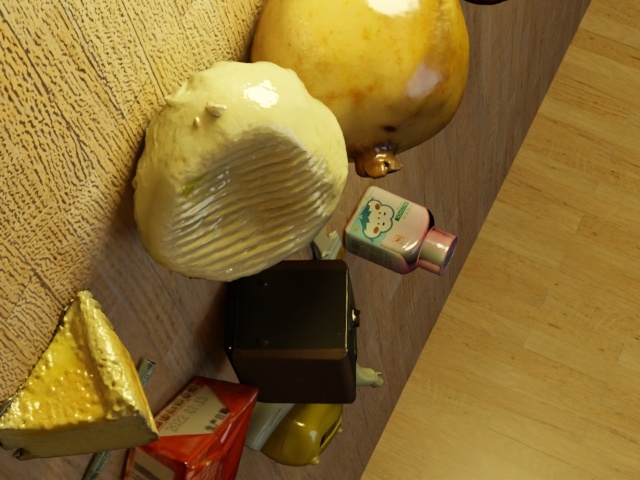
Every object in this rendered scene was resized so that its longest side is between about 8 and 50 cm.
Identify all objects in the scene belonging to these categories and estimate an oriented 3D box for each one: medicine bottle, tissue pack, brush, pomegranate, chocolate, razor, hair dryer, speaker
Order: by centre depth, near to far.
[{"bbox_3d":[0.051,-0.236,1.717,0.307,0.307,0.307,-59,164,-29],"label":"pomegranate"},{"bbox_3d":[-0.263,0.249,1.799,0.084,0.036,0.211,39,69,-55],"label":"razor"},{"bbox_3d":[-0.197,0.337,2.016,0.235,0.108,0.237,-43,151,-57],"label":"chocolate"},{"bbox_3d":[-0.033,0.139,2.078,0.231,0.192,0.153,79,11,-67],"label":"speaker"},{"bbox_3d":[0.000,0.000,2.385,0.085,0.020,0.336,-63,165,-13],"label":"brush"},{"bbox_3d":[-0.028,0.261,2.431,0.296,0.119,0.298,-44,138,-16],"label":"hair dryer"},{"bbox_3d":[-0.032,0.327,2.562,0.178,0.127,0.123,-47,153,-56],"label":"tissue pack"},{"bbox_3d":[0.150,-0.008,2.572,0.119,0.188,0.094,-60,165,-24],"label":"medicine bottle"}]

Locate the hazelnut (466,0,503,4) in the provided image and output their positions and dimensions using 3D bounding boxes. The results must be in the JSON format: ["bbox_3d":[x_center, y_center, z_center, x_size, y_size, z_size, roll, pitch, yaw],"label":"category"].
[{"bbox_3d":[0.276,-0.494,2.251,0.218,0.218,0.234,-47,156,-54],"label":"hazelnut"}]

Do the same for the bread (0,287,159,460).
[{"bbox_3d":[-0.283,0.162,1.540,0.160,0.169,0.140,-23,157,-4],"label":"bread"}]

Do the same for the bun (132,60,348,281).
[{"bbox_3d":[-0.094,-0.086,1.578,0.160,0.259,0.259,-117,-148,-47],"label":"bun"}]
